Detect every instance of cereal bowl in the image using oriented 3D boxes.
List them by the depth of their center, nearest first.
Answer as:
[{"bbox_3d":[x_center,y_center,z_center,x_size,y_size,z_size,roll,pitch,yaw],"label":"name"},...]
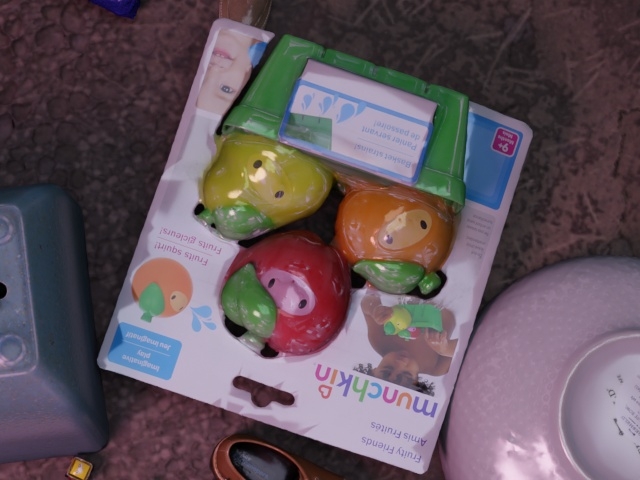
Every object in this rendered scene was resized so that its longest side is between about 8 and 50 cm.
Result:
[{"bbox_3d":[0.282,0.173,1.827,0.339,0.141,0.339,1,79,-5],"label":"cereal bowl"}]

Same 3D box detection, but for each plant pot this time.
[{"bbox_3d":[-0.324,0.071,1.727,0.247,0.252,0.247,-7,80,-7],"label":"plant pot"}]

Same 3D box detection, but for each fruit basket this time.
[{"bbox_3d":[0.000,0.000,1.813,0.327,0.165,0.353,19,75,-2],"label":"fruit basket"}]

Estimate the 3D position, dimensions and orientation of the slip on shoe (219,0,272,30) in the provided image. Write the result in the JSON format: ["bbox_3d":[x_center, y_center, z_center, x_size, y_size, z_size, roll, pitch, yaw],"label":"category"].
[{"bbox_3d":[-0.066,-0.258,1.924,0.051,0.041,0.135,18,78,-2],"label":"slip on shoe"}]

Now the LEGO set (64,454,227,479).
[{"bbox_3d":[-0.171,0.315,1.796,0.182,0.060,0.244,-4,79,-10],"label":"LEGO set"}]

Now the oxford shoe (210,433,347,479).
[{"bbox_3d":[-0.004,0.245,1.817,0.212,0.076,0.076,26,76,-2],"label":"oxford shoe"}]

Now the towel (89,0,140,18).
[{"bbox_3d":[-0.266,-0.381,1.917,0.308,0.076,0.228,29,85,0],"label":"towel"}]
